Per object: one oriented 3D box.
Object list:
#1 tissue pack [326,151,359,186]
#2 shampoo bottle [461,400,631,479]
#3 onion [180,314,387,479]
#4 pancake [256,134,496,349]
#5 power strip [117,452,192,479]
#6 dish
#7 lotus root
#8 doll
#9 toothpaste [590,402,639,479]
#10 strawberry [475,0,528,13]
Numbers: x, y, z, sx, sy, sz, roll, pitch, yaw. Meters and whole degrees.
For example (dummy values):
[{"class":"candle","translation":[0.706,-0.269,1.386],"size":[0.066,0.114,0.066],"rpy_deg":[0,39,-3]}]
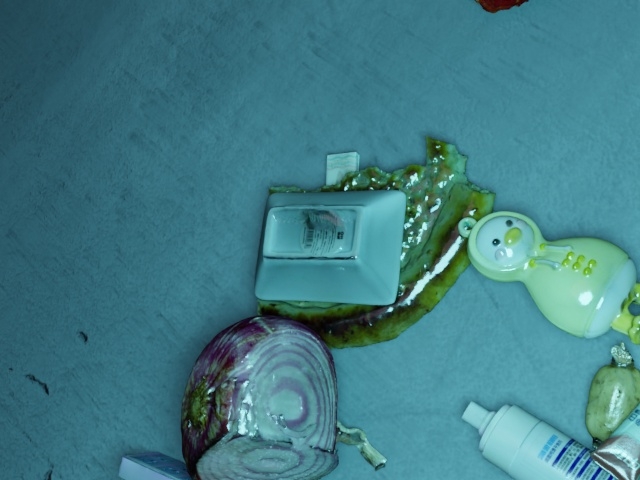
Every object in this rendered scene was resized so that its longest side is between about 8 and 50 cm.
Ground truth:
[{"class":"tissue pack","translation":[0.036,-0.094,1.339],"size":[0.056,0.023,0.108],"rpy_deg":[-6,73,24]},{"class":"shampoo bottle","translation":[0.318,0.305,1.049],"size":[0.303,0.092,0.092],"rpy_deg":[30,89,29]},{"class":"onion","translation":[-0.092,0.238,1.191],"size":[0.256,0.272,0.230],"rpy_deg":[-25,55,23]},{"class":"pancake","translation":[0.071,0.010,1.256],"size":[0.427,0.067,0.304],"rpy_deg":[-16,75,21]},{"class":"power strip","translation":[-0.191,0.394,1.252],"size":[0.279,0.109,0.037],"rpy_deg":[14,84,28]},{"class":"dish","translation":[0.000,0.000,1.224],"size":[0.243,0.080,0.181],"rpy_deg":[0,73,24]},{"class":"lotus root","translation":[0.393,0.210,1.059],"size":[0.072,0.063,0.151],"rpy_deg":[6,81,37]},{"class":"doll","translation":[0.319,0.039,1.098],"size":[0.296,0.117,0.141],"rpy_deg":[29,76,20]},{"class":"toothpaste","translation":[0.438,0.206,1.017],"size":[0.062,0.039,0.239],"rpy_deg":[38,77,22]},{"class":"strawberry","translation":[0.304,-0.449,1.242],"size":[0.184,0.187,0.201],"rpy_deg":[34,120,11]}]
